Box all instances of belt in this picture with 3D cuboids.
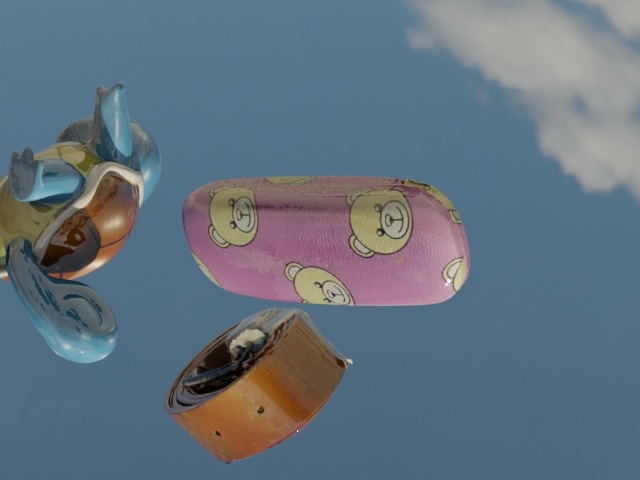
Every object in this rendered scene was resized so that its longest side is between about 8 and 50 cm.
[{"bbox_3d":[-0.075,0.163,1.899,0.105,0.261,0.184,47,-121,-11],"label":"belt"}]

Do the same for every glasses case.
[{"bbox_3d":[0.000,0.000,1.596,0.316,0.123,0.076,1,-150,35],"label":"glasses case"}]

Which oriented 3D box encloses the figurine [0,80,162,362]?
[{"bbox_3d":[-0.324,-0.044,2.062,0.243,0.298,0.416,31,-145,-19],"label":"figurine"}]
